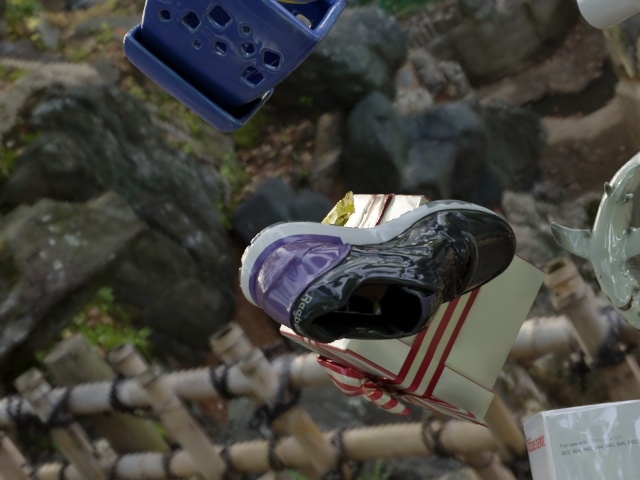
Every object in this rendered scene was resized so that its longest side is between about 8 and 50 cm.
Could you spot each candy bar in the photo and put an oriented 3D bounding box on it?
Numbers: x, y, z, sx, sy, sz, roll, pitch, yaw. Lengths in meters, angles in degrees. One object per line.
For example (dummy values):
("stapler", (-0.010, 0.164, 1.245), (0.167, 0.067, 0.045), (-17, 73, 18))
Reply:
("candy bar", (0.000, 0.000, 1.559), (0.161, 0.018, 0.040), (-52, 32, 39))

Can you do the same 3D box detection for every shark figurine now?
("shark figurine", (0.405, -0.049, 1.521), (0.166, 0.278, 0.116), (36, 30, 32))

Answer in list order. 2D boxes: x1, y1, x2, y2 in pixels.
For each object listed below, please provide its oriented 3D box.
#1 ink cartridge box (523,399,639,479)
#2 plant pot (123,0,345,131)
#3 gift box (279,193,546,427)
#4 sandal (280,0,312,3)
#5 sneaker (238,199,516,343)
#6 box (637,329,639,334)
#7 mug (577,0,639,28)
("ink cartridge box", (0.310, 0.321, 1.332), (0.114, 0.273, 0.198), (-9, -13, 1))
("plant pot", (-0.128, -0.300, 1.701), (0.212, 0.236, 0.236), (-51, 5, 25))
("gift box", (0.134, 0.109, 1.622), (0.258, 0.276, 0.255), (-62, 17, -9))
("sandal", (-0.021, -0.318, 0.882), (0.138, 0.317, 0.126), (-2, 40, 12))
("sneaker", (0.078, 0.043, 1.067), (0.283, 0.107, 0.124), (-9, 31, -32))
("box", (0.530, 0.063, 1.775), (0.184, 0.191, 0.045), (-35, 8, -1))
("mug", (0.303, -0.252, 1.206), (0.078, 0.062, 0.064), (-40, 15, -28))
